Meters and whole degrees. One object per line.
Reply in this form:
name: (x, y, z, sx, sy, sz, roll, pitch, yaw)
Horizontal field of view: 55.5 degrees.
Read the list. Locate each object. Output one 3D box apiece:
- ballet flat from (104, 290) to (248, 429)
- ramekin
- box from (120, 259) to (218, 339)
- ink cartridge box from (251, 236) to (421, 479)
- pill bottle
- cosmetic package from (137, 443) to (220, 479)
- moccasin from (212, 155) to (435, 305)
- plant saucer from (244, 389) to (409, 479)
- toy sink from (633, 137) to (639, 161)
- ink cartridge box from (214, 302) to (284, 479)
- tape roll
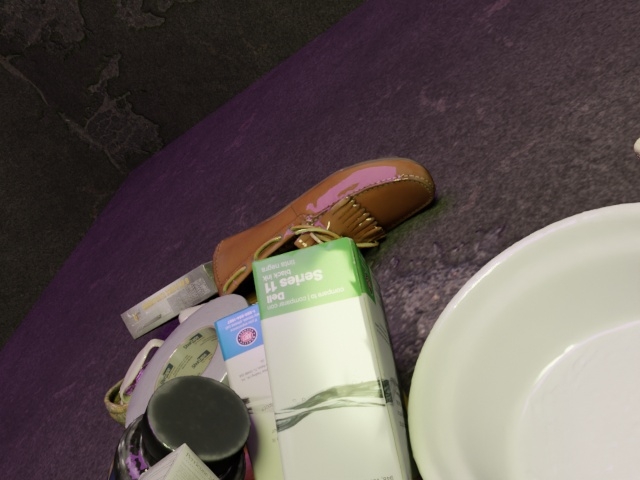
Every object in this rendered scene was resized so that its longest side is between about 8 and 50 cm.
ballet flat: (-0.219, 0.181, 1.015, 0.348, 0.123, 0.123, -44, 26, 1)
ramekin: (0.214, 0.118, 0.444, 0.277, 0.135, 0.277, -34, 27, 20)
box: (-0.228, 0.091, 1.131, 0.231, 0.056, 0.183, -30, -3, 30)
ink cartridge box: (0.019, 0.124, 0.494, 0.087, 0.153, 0.208, -14, 68, 8)
pill bottle: (-0.143, 0.238, 0.586, 0.122, 0.123, 0.219, -93, 24, -57)
cosmetic package: (-0.059, 0.280, 0.464, 0.060, 0.239, 0.099, -38, 8, 17)
moccasin: (-0.001, -0.002, 0.925, 0.380, 0.139, 0.146, -23, 47, 13)
plant saucer: (-0.078, 0.214, 0.798, 0.333, 0.081, 0.333, -42, 26, 5)
toy sink: (0.366, -0.022, 0.410, 0.131, 0.153, 0.234, -41, 25, 8)
ink cartridge box: (-0.005, 0.154, 0.624, 0.148, 0.086, 0.203, -23, 68, 10)
tape roll: (-0.147, 0.176, 0.781, 0.219, 0.072, 0.219, -35, 26, 21)
